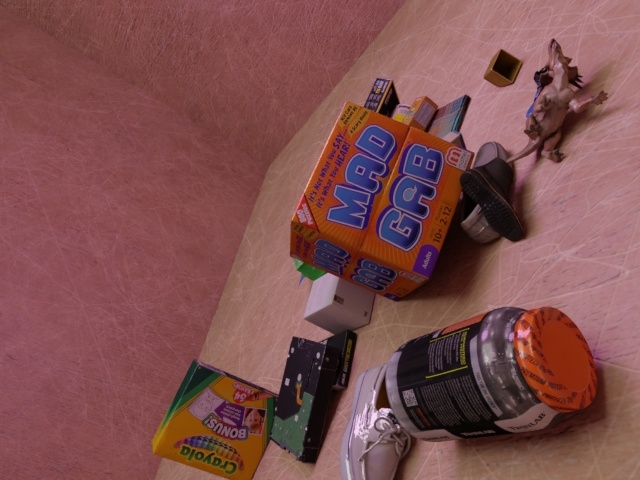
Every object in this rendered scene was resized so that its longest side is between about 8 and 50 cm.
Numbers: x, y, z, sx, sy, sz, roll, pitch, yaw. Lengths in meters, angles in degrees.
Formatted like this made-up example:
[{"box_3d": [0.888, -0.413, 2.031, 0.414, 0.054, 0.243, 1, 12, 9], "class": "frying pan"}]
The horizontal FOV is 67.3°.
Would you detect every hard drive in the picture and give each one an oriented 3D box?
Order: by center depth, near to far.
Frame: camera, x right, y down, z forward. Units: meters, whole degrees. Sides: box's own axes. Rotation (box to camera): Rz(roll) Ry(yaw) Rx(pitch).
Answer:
[{"box_3d": [-0.053, 0.486, 1.510, 0.237, 0.064, 0.339, -7, 67, 61], "class": "hard drive"}]

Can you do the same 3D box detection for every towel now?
[{"box_3d": [0.382, -0.329, 1.719, 0.271, 0.040, 0.370, -11, 52, 64], "class": "towel"}]

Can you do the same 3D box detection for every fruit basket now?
[{"box_3d": [0.000, 0.000, 2.021, 0.327, 0.165, 0.353, -51, 18, 26], "class": "fruit basket"}]

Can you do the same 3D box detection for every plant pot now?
[{"box_3d": [0.560, -0.531, 1.507, 0.081, 0.081, 0.083, -64, 8, -8], "class": "plant pot"}]

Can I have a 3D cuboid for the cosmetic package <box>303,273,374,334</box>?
[{"box_3d": [0.064, 0.202, 1.593, 0.183, 0.151, 0.151, -35, 31, 49], "class": "cosmetic package"}]

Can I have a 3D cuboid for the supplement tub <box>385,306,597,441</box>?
[{"box_3d": [0.295, 0.247, 0.879, 0.338, 0.207, 0.207, -37, 30, 49], "class": "supplement tub"}]

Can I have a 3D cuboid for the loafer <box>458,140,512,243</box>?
[{"box_3d": [0.422, -0.144, 1.250, 0.112, 0.111, 0.320, -35, 32, 50], "class": "loafer"}]

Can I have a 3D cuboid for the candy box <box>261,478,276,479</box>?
[{"box_3d": [-0.211, 0.844, 1.469, 0.316, 0.087, 0.183, -38, 29, 47], "class": "candy box"}]

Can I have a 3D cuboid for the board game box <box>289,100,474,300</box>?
[{"box_3d": [0.147, -0.086, 1.326, 0.356, 0.356, 0.357, 105, -172, -74], "class": "board game box"}]

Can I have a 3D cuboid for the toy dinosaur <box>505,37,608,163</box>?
[{"box_3d": [0.554, -0.312, 1.169, 0.200, 0.127, 0.296, -74, 5, -59], "class": "toy dinosaur"}]

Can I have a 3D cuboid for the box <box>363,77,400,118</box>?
[{"box_3d": [0.232, -0.448, 1.961, 0.079, 0.257, 0.322, 18, 74, 25], "class": "box"}]

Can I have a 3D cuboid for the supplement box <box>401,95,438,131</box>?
[{"box_3d": [0.339, -0.418, 1.790, 0.233, 0.080, 0.078, -57, 21, -4], "class": "supplement box"}]

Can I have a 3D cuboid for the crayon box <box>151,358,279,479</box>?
[{"box_3d": [-0.348, 0.636, 1.685, 0.313, 0.362, 0.106, -65, 20, -11], "class": "crayon box"}]

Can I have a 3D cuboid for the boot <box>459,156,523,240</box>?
[{"box_3d": [0.444, -0.110, 1.151, 0.137, 0.198, 0.077, -30, -7, -30], "class": "boot"}]

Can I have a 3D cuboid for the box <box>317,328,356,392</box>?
[{"box_3d": [0.034, 0.398, 1.553, 0.190, 0.045, 0.184, -36, 35, 49], "class": "box"}]

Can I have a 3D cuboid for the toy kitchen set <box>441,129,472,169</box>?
[{"box_3d": [0.380, -0.270, 1.437, 0.122, 0.166, 0.207, -34, 31, -6], "class": "toy kitchen set"}]

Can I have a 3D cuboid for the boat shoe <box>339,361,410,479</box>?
[{"box_3d": [0.154, 0.433, 1.109, 0.156, 0.136, 0.367, -42, 17, 35], "class": "boat shoe"}]

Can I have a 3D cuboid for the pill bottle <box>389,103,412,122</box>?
[{"box_3d": [0.310, -0.425, 1.909, 0.215, 0.117, 0.117, -65, 20, -13], "class": "pill bottle"}]

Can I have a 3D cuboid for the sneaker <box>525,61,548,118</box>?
[{"box_3d": [0.577, -0.396, 1.261, 0.152, 0.084, 0.058, -52, 21, 23], "class": "sneaker"}]
